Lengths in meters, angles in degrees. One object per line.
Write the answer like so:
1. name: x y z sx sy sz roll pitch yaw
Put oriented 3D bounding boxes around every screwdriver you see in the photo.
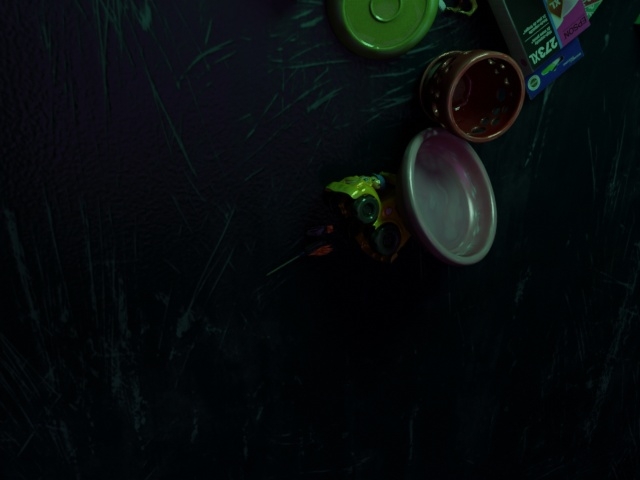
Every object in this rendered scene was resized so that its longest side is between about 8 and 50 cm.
1. screwdriver: -0.064 0.043 1.347 0.170 0.025 0.024 -29 119 12

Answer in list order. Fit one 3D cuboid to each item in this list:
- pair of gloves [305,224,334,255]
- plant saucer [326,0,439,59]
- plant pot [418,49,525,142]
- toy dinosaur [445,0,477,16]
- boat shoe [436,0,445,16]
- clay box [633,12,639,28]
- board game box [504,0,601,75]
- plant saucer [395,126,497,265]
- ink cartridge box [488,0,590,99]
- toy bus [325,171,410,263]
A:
1. pair of gloves: 0.000 0.000 1.354 0.074 0.010 0.083 -10 116 -13
2. plant saucer: 0.133 -0.492 1.120 0.241 0.037 0.241 -3 123 -4
3. plant pot: 0.328 -0.329 1.209 0.191 0.174 0.191 -6 114 -14
4. toy dinosaur: 0.332 -0.545 1.175 0.211 0.064 0.112 16 107 -24
5. boat shoe: 0.212 -0.531 1.152 0.142 0.049 0.040 35 100 -30
6. clay box: 0.903 -0.502 1.336 0.222 0.127 0.053 21 107 -24
7. board game box: 0.554 -0.510 1.279 0.124 0.039 0.259 27 106 -26
8. plant saucer: 0.290 -0.098 1.275 0.332 0.084 0.332 13 69 -38
9. ink cartridge box: 0.482 -0.511 1.196 0.176 0.069 0.371 -40 122 -2
10. toy bus: 0.150 -0.090 1.294 0.211 0.149 0.220 -41 118 -11
